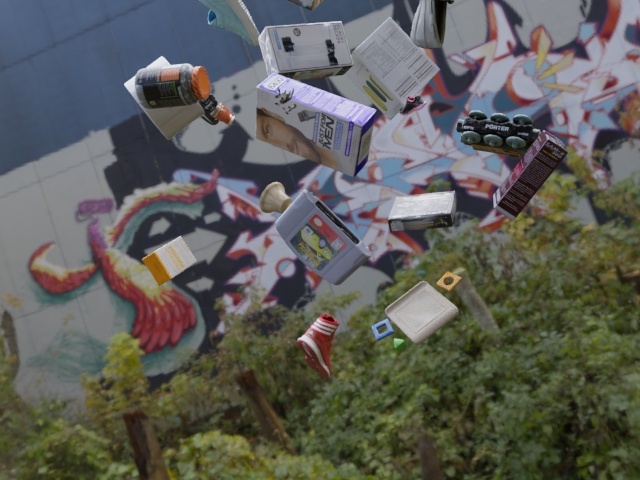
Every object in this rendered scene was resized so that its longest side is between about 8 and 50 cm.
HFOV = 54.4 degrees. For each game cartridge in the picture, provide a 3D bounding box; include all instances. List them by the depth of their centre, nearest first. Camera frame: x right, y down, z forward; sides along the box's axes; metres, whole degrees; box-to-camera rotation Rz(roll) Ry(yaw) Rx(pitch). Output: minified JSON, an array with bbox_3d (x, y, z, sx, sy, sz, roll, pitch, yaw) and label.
[{"bbox_3d":[0.000,0.000,1.972,0.196,0.294,0.060,-46,0,40],"label":"game cartridge"}]

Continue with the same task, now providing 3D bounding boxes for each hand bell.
[{"bbox_3d":[-0.095,-0.107,2.253,0.242,0.126,0.126,32,29,32],"label":"hand bell"}]

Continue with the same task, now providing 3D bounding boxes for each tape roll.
[{"bbox_3d":[-0.554,-0.503,2.215,0.169,0.246,0.246,-38,-3,-4],"label":"tape roll"}]

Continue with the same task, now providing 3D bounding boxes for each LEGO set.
[{"bbox_3d":[-0.077,-0.316,1.412,0.054,0.083,0.023,-23,-29,25],"label":"LEGO set"}]

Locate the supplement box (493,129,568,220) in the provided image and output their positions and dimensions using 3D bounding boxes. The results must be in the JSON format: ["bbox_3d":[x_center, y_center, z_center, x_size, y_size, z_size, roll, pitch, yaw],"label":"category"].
[{"bbox_3d":[0.592,-0.186,1.770,0.240,0.073,0.130,-58,0,26],"label":"supplement box"}]

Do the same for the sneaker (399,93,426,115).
[{"bbox_3d":[0.304,-0.463,2.111,0.119,0.057,0.047,-14,34,54],"label":"sneaker"}]

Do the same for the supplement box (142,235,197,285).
[{"bbox_3d":[-0.293,0.039,1.213,0.036,0.062,0.098,-29,6,27],"label":"supplement box"}]

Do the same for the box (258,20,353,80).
[{"bbox_3d":[-0.048,-0.643,2.119,0.289,0.169,0.087,-12,-5,-25],"label":"box"}]

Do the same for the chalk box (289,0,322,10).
[{"bbox_3d":[-0.090,-1.008,2.419,0.132,0.212,0.132,-66,-4,38],"label":"chalk box"}]

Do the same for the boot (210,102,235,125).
[{"bbox_3d":[-0.343,-0.445,2.224,0.059,0.084,0.158,-56,15,12],"label":"boot"}]

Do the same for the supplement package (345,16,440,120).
[{"bbox_3d":[0.254,-0.622,2.283,0.198,0.263,0.199,-45,2,-10],"label":"supplement package"}]

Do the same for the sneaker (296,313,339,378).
[{"bbox_3d":[0.019,0.285,1.692,0.128,0.087,0.221,-49,-28,-20],"label":"sneaker"}]

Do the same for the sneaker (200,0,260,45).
[{"bbox_3d":[-0.365,-0.886,2.463,0.150,0.135,0.366,-28,-33,10],"label":"sneaker"}]

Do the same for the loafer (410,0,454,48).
[{"bbox_3d":[0.363,-0.755,1.917,0.111,0.320,0.112,21,25,34],"label":"loafer"}]

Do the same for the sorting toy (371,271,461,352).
[{"bbox_3d":[0.337,0.242,2.063,0.347,0.047,0.196,-37,39,-6],"label":"sorting toy"}]

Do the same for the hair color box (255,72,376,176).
[{"bbox_3d":[-0.021,-0.336,1.810,0.110,0.338,0.185,-50,-23,-41],"label":"hair color box"}]

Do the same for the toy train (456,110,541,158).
[{"bbox_3d":[0.710,-0.414,2.482,0.333,0.142,0.190,12,-15,26],"label":"toy train"}]

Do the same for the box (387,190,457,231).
[{"bbox_3d":[0.377,-0.108,2.296,0.230,0.056,0.183,-5,29,20],"label":"box"}]

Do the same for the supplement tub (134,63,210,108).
[{"bbox_3d":[-0.420,-0.441,1.778,0.190,0.117,0.117,-2,0,13],"label":"supplement tub"}]

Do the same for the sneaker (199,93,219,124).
[{"bbox_3d":[-0.504,-0.554,2.443,0.108,0.271,0.100,-35,17,47],"label":"sneaker"}]
